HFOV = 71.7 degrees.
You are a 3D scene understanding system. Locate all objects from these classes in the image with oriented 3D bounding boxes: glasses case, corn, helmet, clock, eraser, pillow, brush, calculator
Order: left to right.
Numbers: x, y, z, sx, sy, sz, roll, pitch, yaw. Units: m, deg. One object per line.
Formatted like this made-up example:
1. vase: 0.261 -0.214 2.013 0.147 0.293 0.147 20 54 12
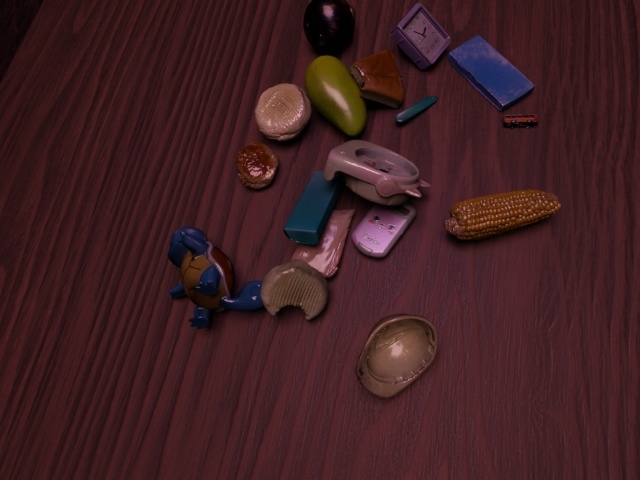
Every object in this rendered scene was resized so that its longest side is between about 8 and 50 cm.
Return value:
1. glasses case: -0.013 -0.116 1.474 0.117 0.070 0.301 6 49 22
2. pillow: 0.000 0.000 1.481 0.173 0.067 0.271 11 70 14
3. clock: 0.191 -0.213 1.440 0.323 0.265 0.109 29 121 17
4. calculator: 0.212 -0.053 1.471 0.141 0.045 0.246 35 78 21
5. helmet: 0.204 0.306 1.282 0.257 0.137 0.204 -44 106 1
6. brush: 0.351 -0.476 1.623 0.193 0.032 0.043 -32 61 -15
7. clock: 0.373 -0.757 1.651 0.193 0.073 0.145 41 78 -14
8. eraser: 0.615 -0.611 1.612 0.144 0.043 0.312 -32 66 -3
9. corn: 0.552 -0.083 1.371 0.346 0.130 0.131 -13 67 3

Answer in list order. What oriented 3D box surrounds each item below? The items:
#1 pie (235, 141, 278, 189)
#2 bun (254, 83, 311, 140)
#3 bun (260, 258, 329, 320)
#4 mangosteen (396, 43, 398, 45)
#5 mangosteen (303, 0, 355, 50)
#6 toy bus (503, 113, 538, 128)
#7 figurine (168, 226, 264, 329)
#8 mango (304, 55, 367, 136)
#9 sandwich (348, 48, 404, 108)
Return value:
1. pie: -0.235 -0.283 1.638 0.163 0.079 0.194 -27 64 -5
2. bun: -0.132 -0.466 1.658 0.220 0.134 0.221 -3 75 13
3. bun: -0.083 0.156 1.393 0.212 0.126 0.204 38 102 -19
4. mangosteen: 0.334 -0.781 1.719 0.080 0.081 0.081 -4 68 10
5. mangosteen: 0.052 -0.867 1.757 0.249 0.212 0.211 -30 62 -34
6. toy bus: 0.687 -0.412 1.525 0.110 0.031 0.043 2 62 13
7. figurine: -0.367 0.114 1.433 0.416 0.298 0.243 34 47 18
8. mango: 0.059 -0.524 1.624 0.192 0.156 0.343 -20 70 -21
9. sandwich: 0.198 -0.620 1.623 0.211 0.063 0.245 7 63 -31
